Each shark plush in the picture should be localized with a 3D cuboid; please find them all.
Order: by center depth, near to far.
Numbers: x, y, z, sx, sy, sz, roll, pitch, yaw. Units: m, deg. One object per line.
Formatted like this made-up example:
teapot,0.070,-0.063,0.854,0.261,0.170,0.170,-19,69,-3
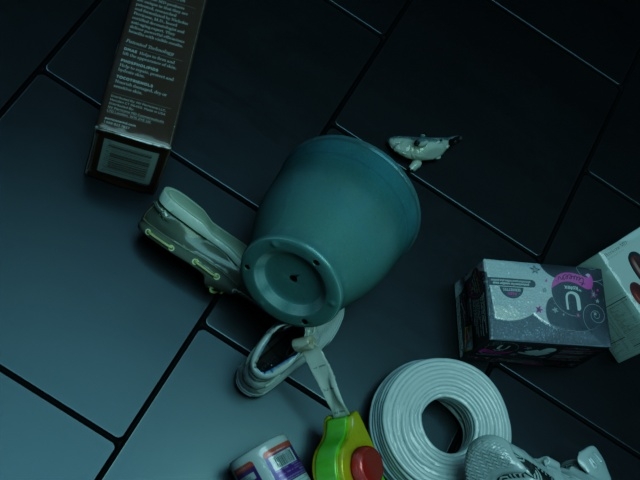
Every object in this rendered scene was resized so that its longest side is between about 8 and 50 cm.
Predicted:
shark plush,0.216,-0.200,2.100,0.161,0.073,0.067,-22,46,-20

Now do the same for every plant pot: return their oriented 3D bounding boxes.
plant pot,0.000,0.000,1.777,0.271,0.272,0.255,37,42,0

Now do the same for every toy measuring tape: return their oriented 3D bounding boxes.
toy measuring tape,0.017,0.322,1.723,0.121,0.121,0.330,-30,102,-27

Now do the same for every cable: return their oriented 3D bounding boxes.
cable,0.209,0.328,1.849,0.257,0.089,0.257,10,65,-14

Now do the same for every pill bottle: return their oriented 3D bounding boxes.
pill bottle,-0.058,0.422,1.710,0.108,0.108,0.193,-24,77,-26

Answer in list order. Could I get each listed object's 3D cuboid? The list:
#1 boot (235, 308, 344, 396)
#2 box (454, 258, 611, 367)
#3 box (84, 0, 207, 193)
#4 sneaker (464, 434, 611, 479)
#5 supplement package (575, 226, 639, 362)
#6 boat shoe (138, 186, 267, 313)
boot,-0.035,0.165,1.818,0.095,0.123,0.258,43,62,3
box,0.393,0.135,1.963,0.247,0.142,0.163,6,67,-16
box,-0.306,-0.302,1.889,0.143,0.191,0.381,16,63,-11
sneaker,0.381,0.417,1.799,0.366,0.137,0.210,46,34,-17
supplement package,0.624,0.092,2.054,0.194,0.149,0.203,-29,80,-26
boat shoe,-0.180,0.035,1.844,0.305,0.109,0.091,41,102,-11
